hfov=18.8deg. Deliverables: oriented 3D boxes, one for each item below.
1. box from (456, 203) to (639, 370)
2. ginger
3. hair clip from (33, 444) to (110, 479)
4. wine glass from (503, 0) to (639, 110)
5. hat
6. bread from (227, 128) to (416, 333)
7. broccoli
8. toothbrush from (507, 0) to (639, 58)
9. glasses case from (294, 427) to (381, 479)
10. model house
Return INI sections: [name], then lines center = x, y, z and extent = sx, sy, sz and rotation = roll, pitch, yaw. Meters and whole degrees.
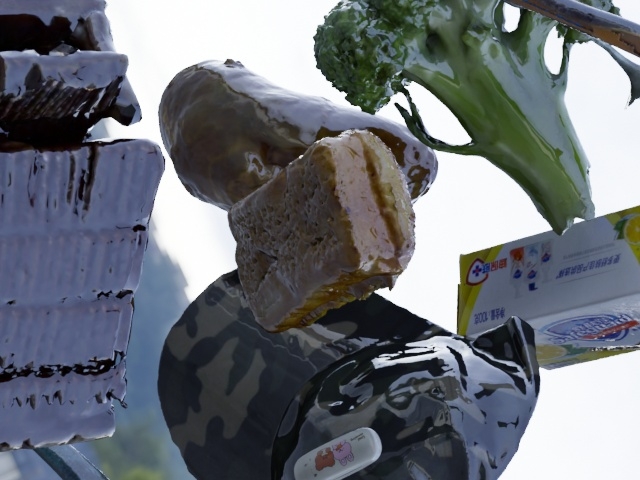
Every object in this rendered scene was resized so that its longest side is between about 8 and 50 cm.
[box]
center = 0.288, 0.051, 1.985
extent = 0.265, 0.168, 0.097
rotation = -17, -117, 40
[ginger]
center = -0.044, -0.085, 1.993
extent = 0.321, 0.172, 0.165
rotation = 23, -39, 28
[hair clip]
center = -0.165, 0.215, 1.525
extent = 0.229, 0.039, 0.070
rotation = 49, -34, 9
[wine glass]
center = 0.182, -0.215, 1.617
extent = 0.262, 0.074, 0.074
rotation = 40, -11, -3
[hat]
center = -0.004, 0.171, 1.870
extent = 0.381, 0.366, 0.257
rotation = 30, -3, 12
[bread]
center = -0.001, 0.000, 1.627
extent = 0.271, 0.077, 0.139
rotation = -36, -111, 64
[broccoli]
center = 0.166, -0.187, 1.843
extent = 0.302, 0.254, 0.186
rotation = 34, -5, -9
[toothbrush]
center = 0.211, -0.130, 1.278
extent = 0.321, 0.031, 0.023
rotation = 30, -44, 17
[glasses case]
center = 0.015, 0.189, 1.663
extent = 0.021, 0.083, 0.032
rotation = 36, 32, -55
[model house]
center = -0.278, 0.008, 1.230
extent = 0.297, 0.317, 0.282
rotation = -46, -126, 41
